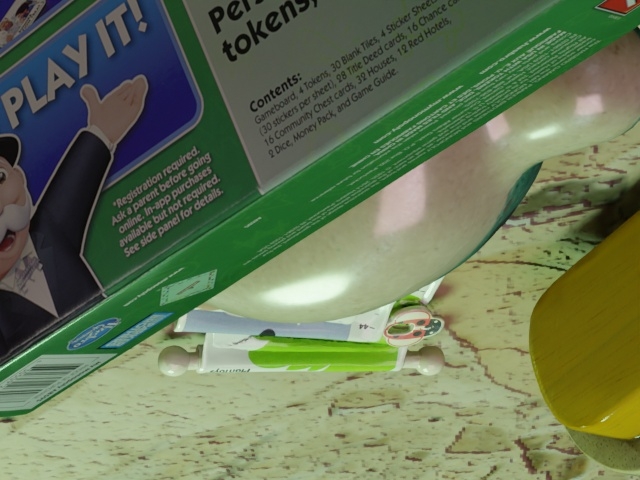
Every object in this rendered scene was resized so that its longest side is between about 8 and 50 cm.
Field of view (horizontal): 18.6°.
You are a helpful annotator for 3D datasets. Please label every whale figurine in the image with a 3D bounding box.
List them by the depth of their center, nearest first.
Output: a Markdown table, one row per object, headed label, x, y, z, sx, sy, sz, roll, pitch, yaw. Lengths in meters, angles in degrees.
| label | x | y | z | sx | sy | sz | roll | pitch | yaw |
| --- | --- | --- | --- | --- | --- | --- | --- | --- | --- |
| whale figurine | 0.019 | -0.106 | 0.588 | 0.141 | 0.216 | 0.272 | -28 | 150 | -56 |

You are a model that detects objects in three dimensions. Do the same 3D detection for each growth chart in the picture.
| label | x | y | z | sx | sy | sz | roll | pitch | yaw |
| --- | --- | --- | --- | --- | --- | --- | --- | --- | --- |
| growth chart | 0.000 | 0.000 | 0.879 | 0.172 | 0.021 | 0.237 | -2 | 147 | -15 |

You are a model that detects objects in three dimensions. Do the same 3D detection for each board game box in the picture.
| label | x | y | z | sx | sy | sz | roll | pitch | yaw |
| --- | --- | --- | --- | --- | --- | --- | --- | --- | --- |
| board game box | -0.020 | -0.117 | 0.494 | 0.317 | 0.213 | 0.046 | -32 | 161 | 30 |

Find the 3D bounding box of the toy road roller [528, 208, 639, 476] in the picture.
| label | x | y | z | sx | sy | sz | roll | pitch | yaw |
| --- | --- | --- | --- | --- | --- | --- | --- | --- | --- |
| toy road roller | 0.276 | 0.065 | 0.870 | 0.202 | 0.241 | 0.329 | 15 | 139 | -37 |
